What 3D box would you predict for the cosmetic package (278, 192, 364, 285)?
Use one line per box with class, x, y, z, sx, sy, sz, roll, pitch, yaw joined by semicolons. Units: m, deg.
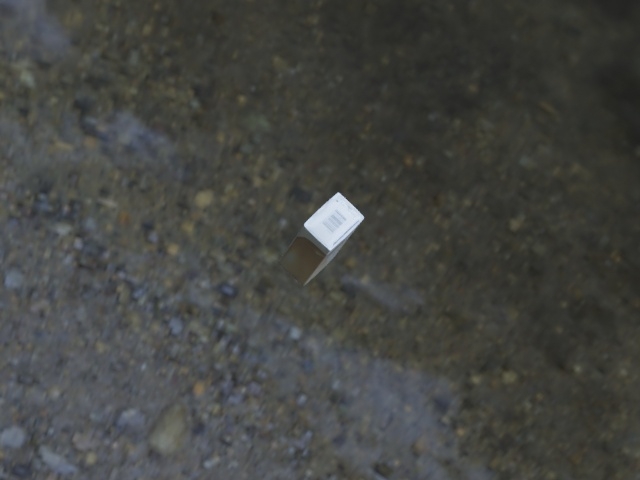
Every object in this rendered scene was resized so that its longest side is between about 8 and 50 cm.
cosmetic package;0.000;0.000;1.586;0.041;0.115;0.060;44;66;4
